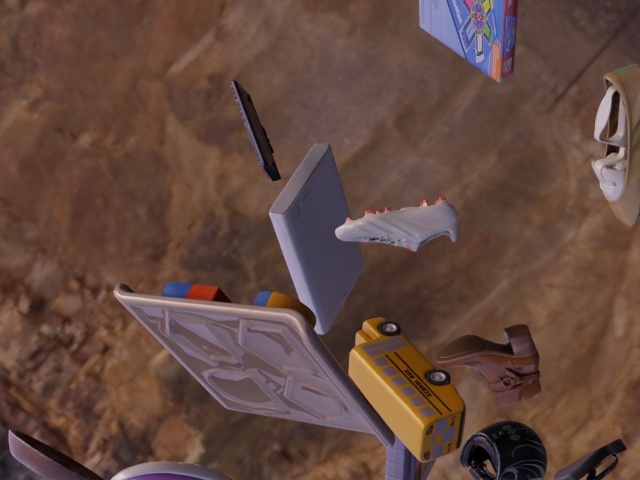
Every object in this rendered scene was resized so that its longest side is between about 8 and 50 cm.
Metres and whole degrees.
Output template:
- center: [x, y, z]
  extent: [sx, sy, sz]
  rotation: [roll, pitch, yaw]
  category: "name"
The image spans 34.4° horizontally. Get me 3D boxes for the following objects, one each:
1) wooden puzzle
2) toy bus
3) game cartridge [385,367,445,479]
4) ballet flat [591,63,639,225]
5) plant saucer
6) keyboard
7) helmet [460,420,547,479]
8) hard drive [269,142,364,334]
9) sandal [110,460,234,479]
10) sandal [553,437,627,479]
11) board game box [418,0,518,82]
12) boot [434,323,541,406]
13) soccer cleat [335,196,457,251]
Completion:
- center: [-0.082, 0.160, 1.467]
  extent: [0.347, 0.081, 0.322]
  rotation: [8, 148, 34]
  category: "wooden puzzle"
- center: [0.159, 0.286, 2.042]
  extent: [0.130, 0.108, 0.332]
  rotation: [-15, -145, -25]
  category: "toy bus"
- center: [0.231, 0.481, 2.476]
  extent: [0.068, 0.230, 0.355]
  rotation: [4, -160, 20]
  category: "game cartridge"
- center: [0.403, -0.126, 1.406]
  extent: [0.073, 0.232, 0.080]
  rotation: [-8, -156, -13]
  category: "ballet flat"
- center: [-0.353, 0.307, 1.394]
  extent: [0.168, 0.029, 0.168]
  rotation: [30, 167, 8]
  category: "plant saucer"
- center: [-0.114, -0.188, 1.820]
  extent: [0.108, 0.023, 0.180]
  rotation: [41, -153, -67]
  category: "keyboard"
- center: [0.392, 0.458, 2.153]
  extent: [0.161, 0.169, 0.169]
  rotation: [2, -146, -31]
  category: "helmet"
- center: [0.000, 0.000, 1.952]
  extent: [0.040, 0.203, 0.308]
  rotation: [8, 136, 27]
  category: "hard drive"
- center: [-0.189, 0.489, 1.771]
  extent: [0.416, 0.169, 0.102]
  rotation: [41, -155, -42]
  category: "sandal"
- center: [0.508, 0.412, 1.886]
  extent: [0.254, 0.097, 0.055]
  rotation: [-3, -122, -54]
  category: "sandal"
- center: [0.163, -0.318, 1.150]
  extent: [0.145, 0.027, 0.281]
  rotation: [45, 159, 32]
  category: "board game box"
- center: [0.330, 0.256, 2.004]
  extent: [0.073, 0.197, 0.152]
  rotation: [-89, -16, -64]
  category: "boot"
- center: [0.122, -0.016, 1.638]
  extent: [0.068, 0.196, 0.076]
  rotation: [87, 172, -84]
  category: "soccer cleat"
